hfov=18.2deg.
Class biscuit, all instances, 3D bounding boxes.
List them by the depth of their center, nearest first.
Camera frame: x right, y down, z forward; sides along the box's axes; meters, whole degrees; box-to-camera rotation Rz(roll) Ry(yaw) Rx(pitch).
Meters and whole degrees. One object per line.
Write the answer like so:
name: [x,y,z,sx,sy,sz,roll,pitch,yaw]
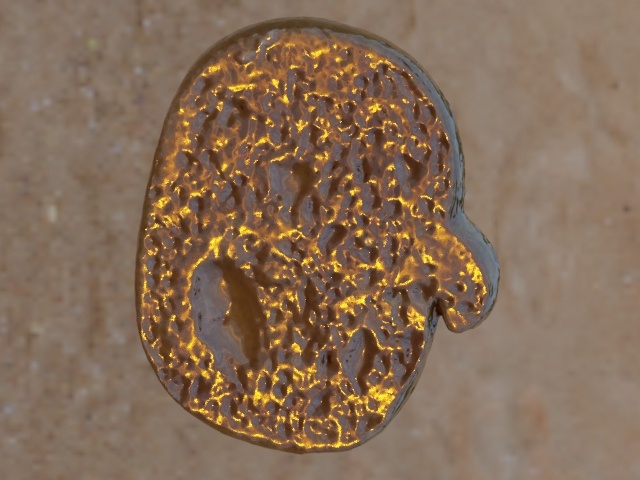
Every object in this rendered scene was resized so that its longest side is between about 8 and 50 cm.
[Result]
biscuit: [0.000,0.000,1.693,0.063,0.314,0.367,-32,134,-77]
